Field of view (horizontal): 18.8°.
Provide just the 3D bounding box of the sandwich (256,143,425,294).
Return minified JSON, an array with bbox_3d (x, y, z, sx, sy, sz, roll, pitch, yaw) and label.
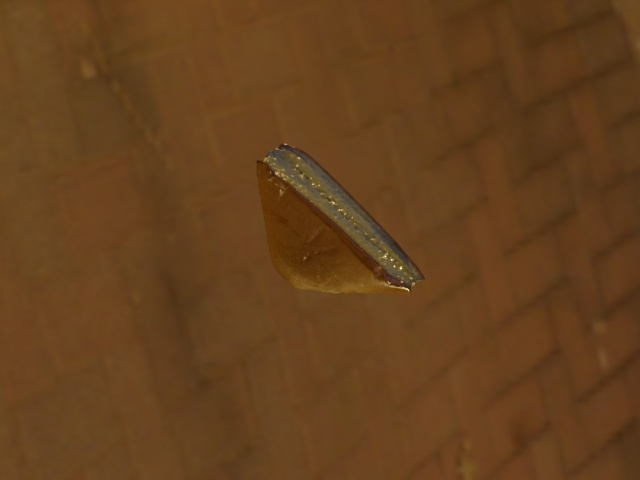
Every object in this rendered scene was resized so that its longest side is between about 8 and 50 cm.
[{"bbox_3d":[0.000,0.000,0.802,0.083,0.044,0.031,46,39,-1],"label":"sandwich"}]
